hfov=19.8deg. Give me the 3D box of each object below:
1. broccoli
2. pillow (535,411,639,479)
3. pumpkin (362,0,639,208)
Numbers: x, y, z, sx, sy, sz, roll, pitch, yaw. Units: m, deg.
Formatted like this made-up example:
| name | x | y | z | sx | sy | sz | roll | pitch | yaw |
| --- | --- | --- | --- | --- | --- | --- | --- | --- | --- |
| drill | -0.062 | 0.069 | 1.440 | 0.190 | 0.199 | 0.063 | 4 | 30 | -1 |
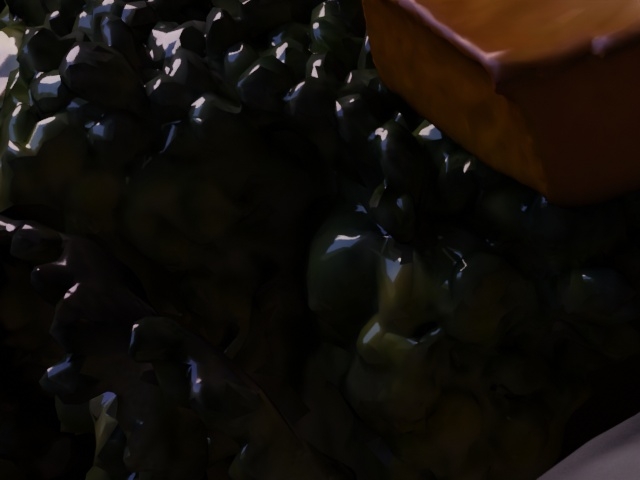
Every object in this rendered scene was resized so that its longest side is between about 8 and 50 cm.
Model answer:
| name | x | y | z | sx | sy | sz | roll | pitch | yaw |
| --- | --- | --- | --- | --- | --- | --- | --- | --- | --- |
| broccoli | -0.004 | -0.024 | 0.629 | 0.334 | 0.272 | 0.324 | -7 | -1 | 4 |
| pillow | 0.050 | 0.119 | 0.327 | 0.144 | 0.078 | 0.254 | -51 | 6 | 11 |
| pumpkin | 0.133 | -0.106 | 0.466 | 0.258 | 0.095 | 0.290 | -9 | 37 | 24 |
